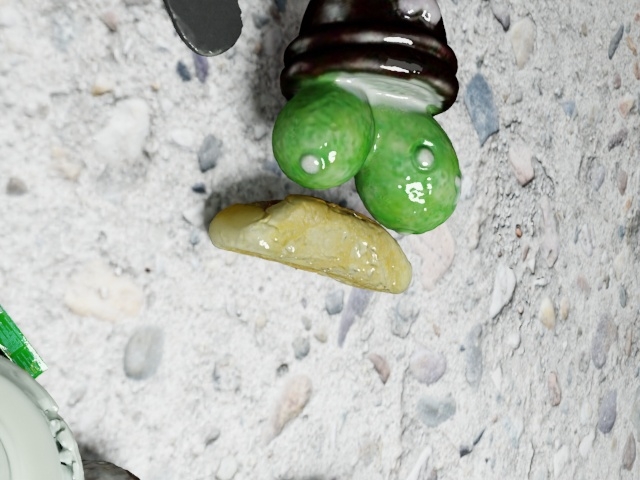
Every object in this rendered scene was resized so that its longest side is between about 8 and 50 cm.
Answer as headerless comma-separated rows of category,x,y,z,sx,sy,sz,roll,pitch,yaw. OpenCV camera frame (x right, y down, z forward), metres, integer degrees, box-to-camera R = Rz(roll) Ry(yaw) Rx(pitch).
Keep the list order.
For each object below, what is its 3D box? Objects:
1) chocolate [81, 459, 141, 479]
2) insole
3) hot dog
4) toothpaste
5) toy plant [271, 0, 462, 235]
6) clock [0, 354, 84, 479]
chocolate,-0.229,0.235,0.465,0.248,0.110,0.110,-17,104,-45
insole,-0.141,-0.316,0.575,0.110,0.012,0.309,-36,115,-35
hot dog,0.000,0.000,0.669,0.243,0.084,0.073,19,76,-40
toothpaste,-0.242,0.072,0.502,0.020,0.017,0.083,-43,119,-34
toy plant,0.052,-0.128,0.644,0.218,0.175,0.234,9,83,-37
clock,-0.258,0.156,0.390,0.237,0.053,0.236,16,52,-22
